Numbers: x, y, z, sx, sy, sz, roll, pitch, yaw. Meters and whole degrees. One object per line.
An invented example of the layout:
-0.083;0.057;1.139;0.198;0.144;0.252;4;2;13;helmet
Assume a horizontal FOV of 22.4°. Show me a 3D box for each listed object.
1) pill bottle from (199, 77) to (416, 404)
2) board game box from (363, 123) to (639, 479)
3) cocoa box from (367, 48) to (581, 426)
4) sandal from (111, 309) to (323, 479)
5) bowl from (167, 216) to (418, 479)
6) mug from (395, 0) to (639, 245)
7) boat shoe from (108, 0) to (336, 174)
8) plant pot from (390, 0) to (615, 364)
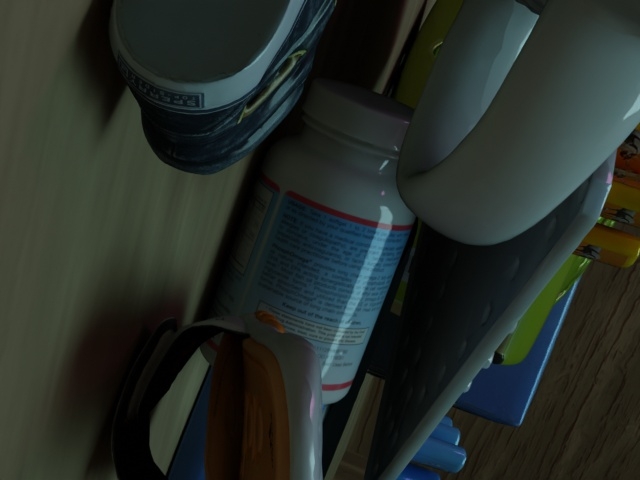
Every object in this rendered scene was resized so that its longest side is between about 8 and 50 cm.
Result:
0.000;0.000;0.853;0.087;0.087;0.160;-47;159;-75;pill bottle
0.139;-0.069;1.022;0.390;0.050;0.390;117;-9;-55;board game box
0.165;0.000;1.706;0.231;0.228;0.347;56;56;-83;cocoa box
-0.052;0.076;0.699;0.265;0.076;0.102;145;-54;-79;sandal
-0.026;0.125;1.144;0.391;0.077;0.391;21;90;-85;bowl
0.142;-0.166;0.672;0.374;0.276;0.328;-60;-170;3;mug
-0.010;-0.109;0.506;0.183;0.065;0.083;-60;175;-17;boat shoe
0.140;-0.037;1.402;0.207;0.228;0.227;-57;170;-35;plant pot
